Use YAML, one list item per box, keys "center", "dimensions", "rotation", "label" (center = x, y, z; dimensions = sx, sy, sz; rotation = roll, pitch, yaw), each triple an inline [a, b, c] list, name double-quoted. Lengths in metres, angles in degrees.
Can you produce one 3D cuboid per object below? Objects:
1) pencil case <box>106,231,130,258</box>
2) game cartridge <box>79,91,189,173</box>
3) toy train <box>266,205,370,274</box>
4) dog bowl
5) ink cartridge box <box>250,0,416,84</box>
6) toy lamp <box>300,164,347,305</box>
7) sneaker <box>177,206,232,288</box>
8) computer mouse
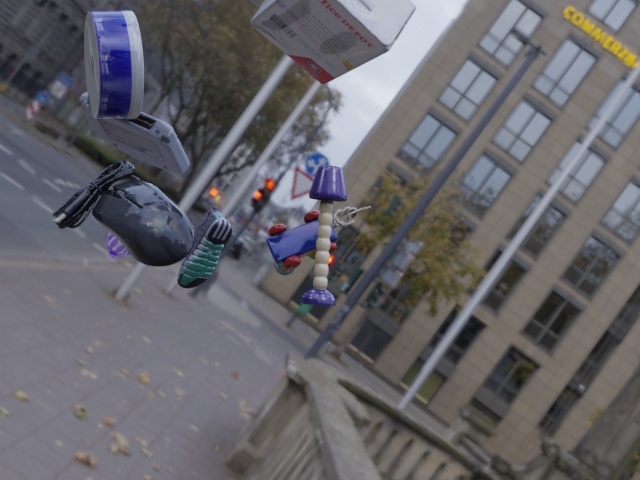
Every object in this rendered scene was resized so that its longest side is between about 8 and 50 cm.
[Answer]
- center: [-0.532, -0.027, 2.244]
  dimensions: [0.086, 0.088, 0.206]
  rotation: [51, 4, -22]
  label: "pencil case"
- center: [-0.494, -0.283, 2.246]
  dimensions: [0.297, 0.062, 0.198]
  rotation: [24, -18, 19]
  label: "game cartridge"
- center: [0.000, 0.000, 1.932]
  dimensions: [0.143, 0.248, 0.105]
  rotation: [97, -31, -68]
  label: "toy train"
- center: [-0.511, -0.430, 2.057]
  dimensions: [0.104, 0.265, 0.265]
  rotation: [-5, 17, -23]
  label: "dog bowl"
- center: [0.021, -0.474, 1.762]
  dimensions: [0.226, 0.131, 0.306]
  rotation: [39, -21, -20]
  label: "ink cartridge box"
- center: [0.009, -0.010, 1.655]
  dimensions: [0.080, 0.274, 0.080]
  rotation: [5, 1, 0]
  label: "toy lamp"
- center: [-0.308, 0.021, 2.190]
  dimensions: [0.083, 0.223, 0.098]
  rotation: [24, 21, -35]
  label: "sneaker"
- center: [-0.342, -0.050, 1.502]
  dimensions: [0.272, 0.188, 0.072]
  rotation: [31, -28, 26]
  label: "computer mouse"
